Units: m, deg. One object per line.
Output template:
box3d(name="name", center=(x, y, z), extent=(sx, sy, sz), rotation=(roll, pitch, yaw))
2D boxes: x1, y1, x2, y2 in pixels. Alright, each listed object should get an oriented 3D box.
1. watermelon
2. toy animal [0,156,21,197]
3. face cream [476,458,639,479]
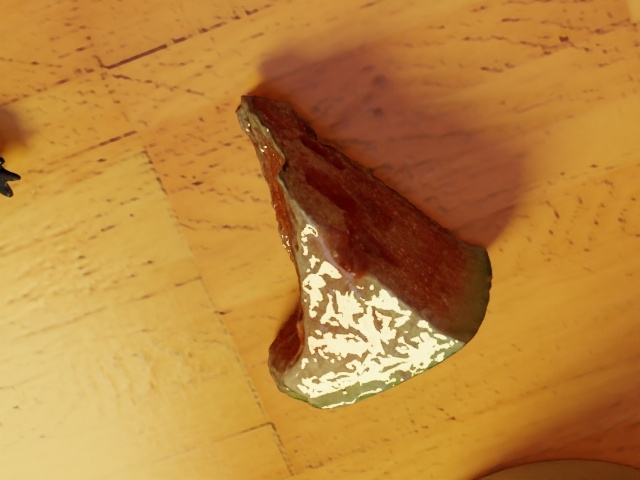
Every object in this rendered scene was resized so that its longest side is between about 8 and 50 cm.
box3d(name="watermelon", center=(0.024, 0.006, 0.725), extent=(0.121, 0.098, 0.158), rotation=(-6, 108, 3))
box3d(name="toy animal", center=(-0.248, -0.078, 0.722), extent=(0.220, 0.062, 0.108), rotation=(38, 90, -12))
box3d(name="face cream", center=(0.138, 0.252, 0.774), extent=(0.218, 0.179, 0.218), rotation=(0, 112, 1))
